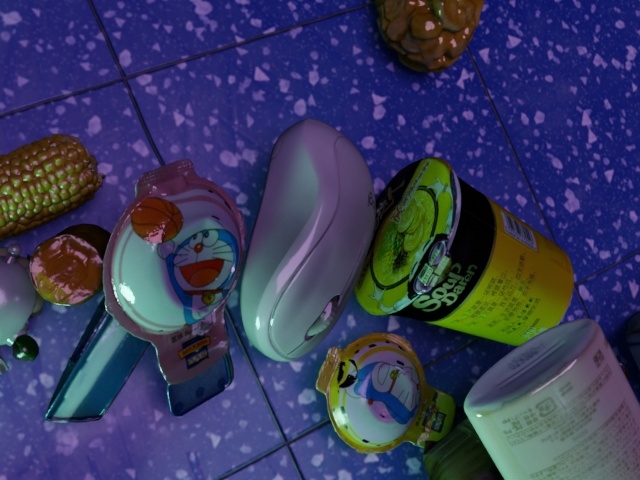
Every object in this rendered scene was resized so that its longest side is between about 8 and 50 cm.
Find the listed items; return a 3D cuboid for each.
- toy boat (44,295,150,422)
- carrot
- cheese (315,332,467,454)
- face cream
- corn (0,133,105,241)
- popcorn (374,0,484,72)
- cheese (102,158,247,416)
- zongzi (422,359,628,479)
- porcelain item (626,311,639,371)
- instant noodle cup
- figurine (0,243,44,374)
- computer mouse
[{"bbox_3d":[-0.214,0.076,0.874,0.062,0.096,0.299,34,72,-21],"label":"toy boat"},{"bbox_3d":[-0.259,0.023,0.821,0.082,0.173,0.082,-1,93,-12],"label":"carrot"},{"bbox_3d":[0.102,0.209,0.983,0.250,0.064,0.156,31,72,-26],"label":"cheese"},{"bbox_3d":[0.305,0.264,0.863,0.174,0.081,0.348,-35,111,-5],"label":"face cream"},{"bbox_3d":[-0.367,-0.038,0.838,0.260,0.091,0.091,-28,94,-18],"label":"corn"},{"bbox_3d":[0.151,-0.343,1.065,0.163,0.140,0.194,32,69,-18],"label":"popcorn"},{"bbox_3d":[-0.145,0.054,0.822,0.189,0.074,0.285,-24,120,-39],"label":"cheese"},{"bbox_3d":[0.308,0.299,0.990,0.286,0.138,0.300,-41,112,-5],"label":"zongzi"},{"bbox_3d":[0.609,0.127,1.071,0.286,0.281,0.157,-28,88,-24],"label":"porcelain item"},{"bbox_3d":[0.191,0.031,0.984,0.236,0.216,0.215,22,73,-23],"label":"instant noodle cup"},{"bbox_3d":[-0.368,0.093,0.815,0.147,0.093,0.197,30,78,10],"label":"figurine"},{"bbox_3d":[0.000,0.000,0.922,0.121,0.184,0.296,2,67,18],"label":"computer mouse"}]
